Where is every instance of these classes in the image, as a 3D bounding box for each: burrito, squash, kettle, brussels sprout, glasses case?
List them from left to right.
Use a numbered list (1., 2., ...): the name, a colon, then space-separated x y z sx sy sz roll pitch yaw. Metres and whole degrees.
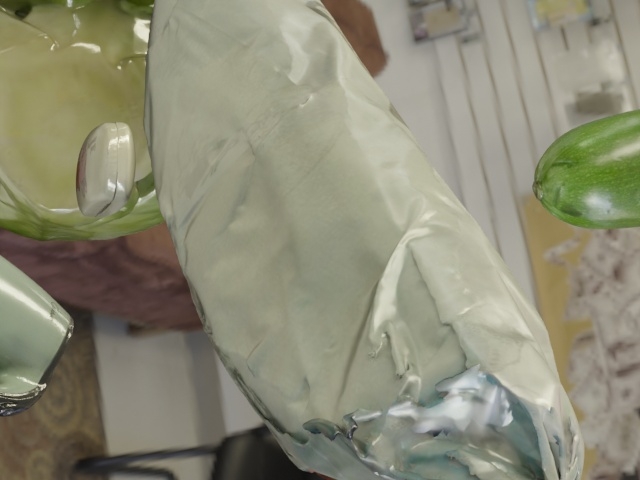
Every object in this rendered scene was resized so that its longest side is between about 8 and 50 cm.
1. kettle: -0.419 0.104 1.477 0.236 0.161 0.221 39 20 -25
2. brussels sprout: -0.202 -0.132 1.079 0.354 0.289 0.281 -104 -152 -72
3. glasses case: -0.090 -0.029 0.525 0.083 0.021 0.032 162 -70 -72
4. burrito: 0.000 0.000 0.588 0.101 0.139 0.445 25 23 -38
5. squash: 0.345 -0.073 1.011 0.101 0.379 0.101 173 -90 -74
